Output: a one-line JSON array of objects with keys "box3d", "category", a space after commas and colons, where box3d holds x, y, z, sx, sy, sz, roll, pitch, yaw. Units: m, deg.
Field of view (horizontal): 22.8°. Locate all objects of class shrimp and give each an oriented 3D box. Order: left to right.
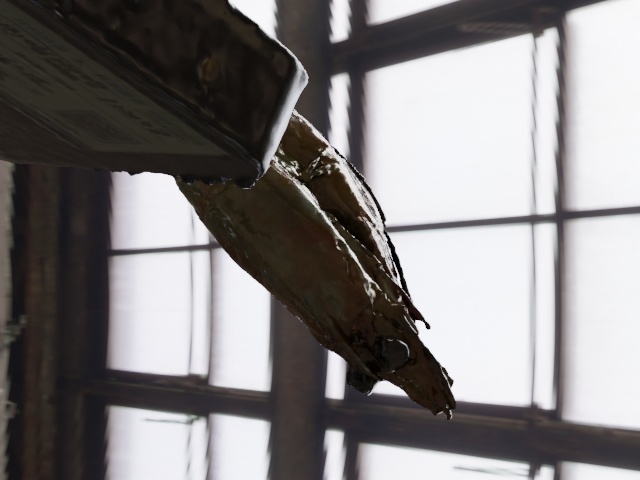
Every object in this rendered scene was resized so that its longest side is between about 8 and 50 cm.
[{"box3d": [0.001, -0.001, 1.029, 0.154, 0.062, 0.294, -10, -121, -47], "category": "shrimp"}]

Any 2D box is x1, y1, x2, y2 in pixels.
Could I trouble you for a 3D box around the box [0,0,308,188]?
[{"box3d": [-0.181, -0.124, 0.576, 0.350, 0.211, 0.058, 36, -112, -43], "category": "box"}]
